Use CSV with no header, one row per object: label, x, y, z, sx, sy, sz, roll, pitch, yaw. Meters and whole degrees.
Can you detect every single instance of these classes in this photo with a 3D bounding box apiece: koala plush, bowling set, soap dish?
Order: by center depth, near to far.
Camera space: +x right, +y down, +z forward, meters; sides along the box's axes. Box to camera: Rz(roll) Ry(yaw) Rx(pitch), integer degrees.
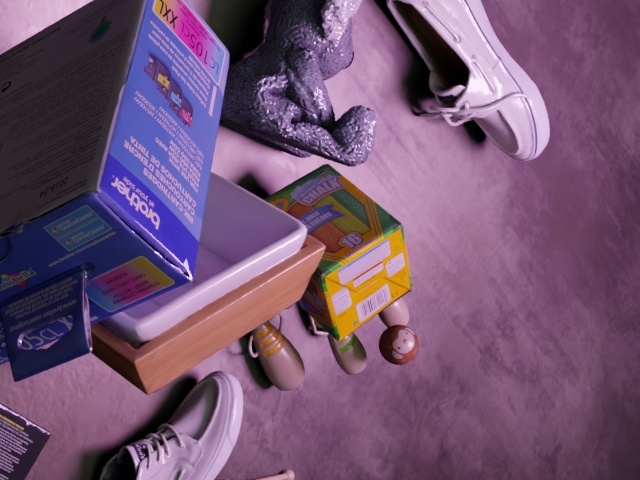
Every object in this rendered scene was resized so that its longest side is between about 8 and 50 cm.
soap dish,-0.173,0.045,1.483,0.291,0.229,0.118,-31,134,-34
koala plush,-0.026,-0.231,1.586,0.203,0.196,0.221,20,88,-33
bowling set,0.047,0.080,1.707,0.287,0.200,0.154,-48,125,-30

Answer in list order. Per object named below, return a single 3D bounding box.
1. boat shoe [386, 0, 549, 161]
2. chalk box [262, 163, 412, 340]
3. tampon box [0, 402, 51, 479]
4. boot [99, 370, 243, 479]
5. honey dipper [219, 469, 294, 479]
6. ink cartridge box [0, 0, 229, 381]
boat shoe,0.204,-0.231,1.827,0.156,0.136,0.367,-49,124,-25
chalk box,0.000,0.000,1.626,0.132,0.213,0.132,-34,140,-19
tampon box,-0.400,0.245,1.372,0.101,0.120,0.161,43,69,-39
boot,-0.196,0.273,1.580,0.123,0.095,0.258,34,76,-48
honey dipper,-0.097,0.337,1.734,0.160,0.030,0.030,-5,101,-46
ink cartridge box,-0.252,-0.053,1.241,0.151,0.270,0.395,47,33,-34
